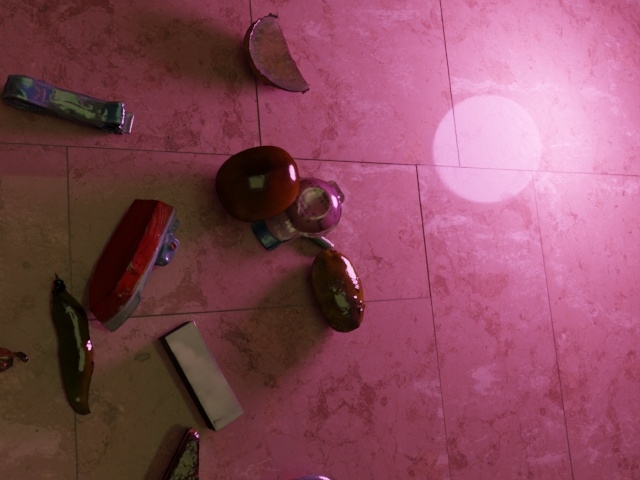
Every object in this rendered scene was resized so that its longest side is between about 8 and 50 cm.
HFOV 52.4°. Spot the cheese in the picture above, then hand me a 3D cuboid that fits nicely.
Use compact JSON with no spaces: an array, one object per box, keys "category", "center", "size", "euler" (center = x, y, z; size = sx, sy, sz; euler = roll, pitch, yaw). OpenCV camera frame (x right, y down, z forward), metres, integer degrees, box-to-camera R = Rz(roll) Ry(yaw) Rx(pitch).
[{"category":"cheese","center":[-0.057,-0.077,1.847],"size":[0.286,0.074,0.189],"euler":[-34,82,-17]}]

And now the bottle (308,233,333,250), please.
[{"category":"bottle","center":[0.000,0.000,1.892],"size":[0.083,0.030,0.030],"euler":[35,67,-19]}]

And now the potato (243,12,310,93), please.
[{"category":"potato","center":[-0.147,-0.511,1.875],"size":[0.138,0.098,0.243],"euler":[-31,102,-25]}]

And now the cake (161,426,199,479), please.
[{"category":"cake","center":[-0.361,0.578,1.551],"size":[0.135,0.112,0.246],"euler":[1,80,-25]}]

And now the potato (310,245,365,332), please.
[{"category":"potato","center":[0.050,0.139,1.846],"size":[0.149,0.113,0.251],"euler":[-8,85,-30]}]

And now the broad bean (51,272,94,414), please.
[{"category":"broad bean","center":[-0.578,0.241,1.528],"size":[0.077,0.061,0.339],"euler":[-11,85,-21]}]

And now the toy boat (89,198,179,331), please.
[{"category":"toy boat","center":[-0.451,0.064,1.593],"size":[0.133,0.145,0.332],"euler":[44,61,-45]}]

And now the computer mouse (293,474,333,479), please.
[{"category":"computer mouse","center":[-0.105,0.741,1.650],"size":[0.371,0.122,0.188],"euler":[-34,94,-21]}]

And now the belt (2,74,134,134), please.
[{"category":"belt","center":[-0.614,-0.331,1.601],"size":[0.302,0.087,0.072],"euler":[13,71,-25]}]

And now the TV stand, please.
[{"category":"TV stand","center":[-0.302,0.340,1.644],"size":[0.088,0.082,0.270],"euler":[-29,95,-27]}]

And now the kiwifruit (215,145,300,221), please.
[{"category":"kiwifruit","center":[-0.161,-0.156,1.749],"size":[0.234,0.196,0.196],"euler":[-31,96,-26]}]

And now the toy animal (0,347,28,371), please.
[{"category":"toy animal","center":[-0.813,0.261,1.388],"size":[0.312,0.097,0.158],"euler":[-25,86,-31]}]
